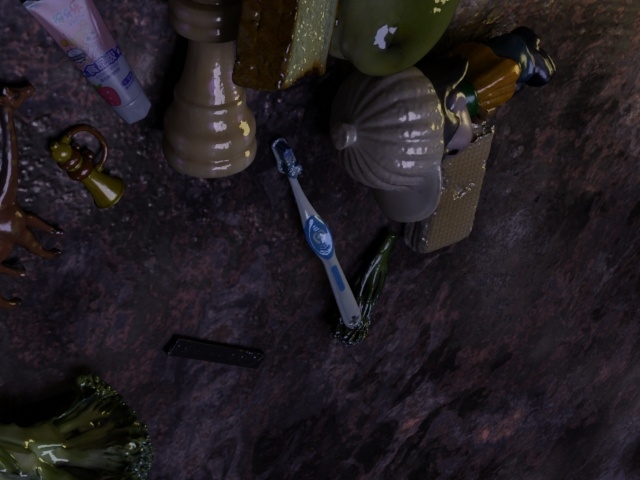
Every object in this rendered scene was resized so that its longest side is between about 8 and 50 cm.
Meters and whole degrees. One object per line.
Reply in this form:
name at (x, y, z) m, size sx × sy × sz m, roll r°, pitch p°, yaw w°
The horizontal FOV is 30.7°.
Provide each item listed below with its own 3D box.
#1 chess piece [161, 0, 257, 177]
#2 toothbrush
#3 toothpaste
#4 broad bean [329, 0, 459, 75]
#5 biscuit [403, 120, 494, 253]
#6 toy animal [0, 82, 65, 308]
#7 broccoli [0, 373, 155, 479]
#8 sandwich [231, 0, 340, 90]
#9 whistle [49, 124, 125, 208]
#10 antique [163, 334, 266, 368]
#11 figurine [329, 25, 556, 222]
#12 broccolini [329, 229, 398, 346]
chess piece at (-0.116, -0.260, 1.277) m, size 0.117 × 0.117 × 0.397 m, roll -19°, pitch 135°, yaw -29°
toothbrush at (-0.003, -0.002, 1.659) m, size 0.040 × 0.040 × 0.386 m, roll -34°, pitch 136°, yaw -12°
toothpaste at (-0.245, -0.206, 1.268) m, size 0.067 × 0.043 × 0.194 m, roll -36°, pitch 137°, yaw -4°
broad bean at (0.109, -0.320, 1.412) m, size 0.189 × 0.121 × 0.263 m, roll 14°, pitch 113°, yaw -48°
biscuit at (0.192, -0.087, 1.761) m, size 0.108 × 0.062 × 0.238 m, roll -20°, pitch 137°, yaw -28°
toy animal at (-0.351, -0.046, 1.308) m, size 0.224 × 0.066 × 0.229 m, roll -51°, pitch 146°, yaw -8°
broccoli at (-0.401, 0.268, 1.502) m, size 0.361 × 0.252 × 0.221 m, roll 30°, pitch 101°, yaw -17°
sandwich at (-0.030, -0.260, 1.275) m, size 0.214 × 0.065 × 0.186 m, roll -49°, pitch 149°, yaw -69°
whistle at (-0.269, -0.089, 1.358) m, size 0.057 × 0.046 × 0.109 m, roll -29°, pitch 137°, yaw 6°
antique at (-0.154, 0.166, 1.730) m, size 0.192 × 0.015 × 0.031 m, roll 16°, pitch 114°, yaw -49°
figurine at (0.150, -0.193, 1.557) m, size 0.204 × 0.185 × 0.332 m, roll 48°, pitch 64°, yaw -15°
broccolini at (0.068, 0.071, 1.823) m, size 0.091 × 0.068 × 0.202 m, roll 4°, pitch 109°, yaw -50°
